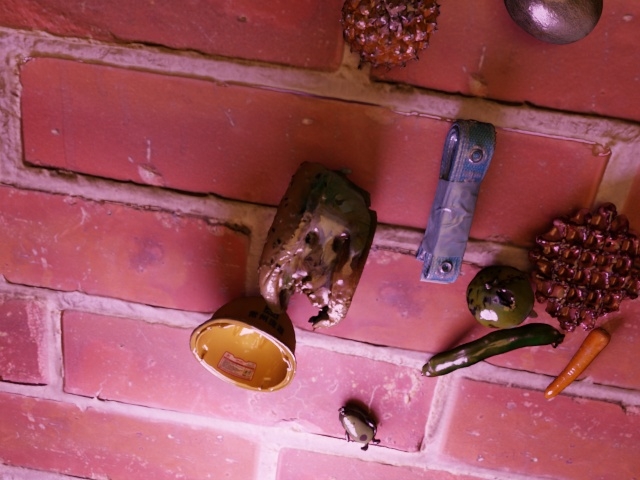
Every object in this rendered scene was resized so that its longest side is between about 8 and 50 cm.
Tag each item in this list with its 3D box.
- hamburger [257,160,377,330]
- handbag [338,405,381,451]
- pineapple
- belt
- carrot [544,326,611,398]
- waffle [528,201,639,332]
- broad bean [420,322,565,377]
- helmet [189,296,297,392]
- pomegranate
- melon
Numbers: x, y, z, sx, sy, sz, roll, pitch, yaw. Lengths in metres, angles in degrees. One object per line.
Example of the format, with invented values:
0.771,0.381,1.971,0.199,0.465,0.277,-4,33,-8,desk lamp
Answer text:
0.000,0.000,0.793,0.168,0.192,0.287,20,78,3,hamburger
0.076,0.397,1.015,0.072,0.047,0.111,-37,104,13,handbag
0.110,-0.355,0.731,0.162,0.137,0.175,8,107,1,pineapple
0.238,-0.062,0.844,0.072,0.087,0.302,7,109,-11,belt
0.512,0.253,0.946,0.037,0.037,0.190,26,109,-4,carrot
0.491,0.049,0.869,0.221,0.055,0.234,-36,106,5,waffle
0.332,0.213,0.909,0.292,0.049,0.144,-16,148,8,broad bean
-0.126,0.175,0.905,0.205,0.140,0.257,29,136,-6,helmet
0.345,0.110,0.879,0.162,0.122,0.122,22,110,-31,pomegranate
0.350,-0.373,0.722,0.167,0.114,0.114,32,107,-9,melon
